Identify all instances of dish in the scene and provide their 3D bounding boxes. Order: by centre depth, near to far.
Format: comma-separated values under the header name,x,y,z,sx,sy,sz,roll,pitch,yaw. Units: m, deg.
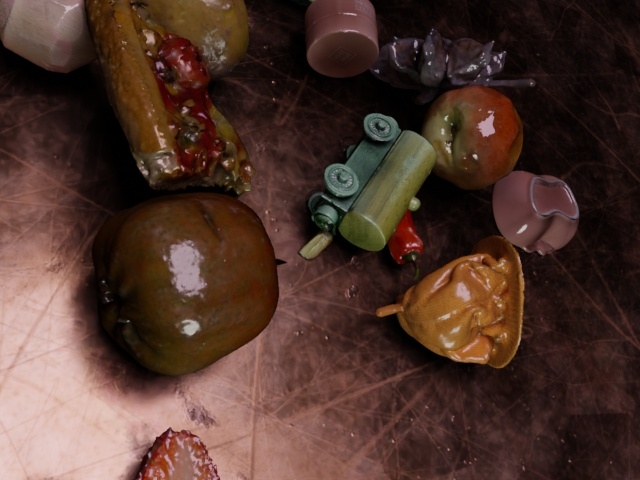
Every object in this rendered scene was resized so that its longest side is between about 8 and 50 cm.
name,x,y,z,sx,sy,sz,roll,pitch,yaw
dish,0.486,-0.073,1.605,0.213,0.090,0.213,12,62,-23

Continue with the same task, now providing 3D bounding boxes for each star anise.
name,x,y,z,sx,sy,sz,roll,pitch,yaw
star anise,0.272,-0.357,1.554,0.359,0.316,0.139,5,94,15

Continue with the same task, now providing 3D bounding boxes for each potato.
name,x,y,z,sx,sy,sz,roll,pitch,yaw
potato,-0.245,-0.409,1.311,0.266,0.229,0.229,47,55,4

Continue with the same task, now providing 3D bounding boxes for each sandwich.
name,x,y,z,sx,sy,sz,roll,pitch,yaw
sandwich,0.000,0.000,1.347,0.031,0.044,0.083,46,57,-7

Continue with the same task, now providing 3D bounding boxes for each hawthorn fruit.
name,x,y,z,sx,sy,sz,roll,pitch,yaw
hawthorn fruit,-0.183,0.049,1.099,0.300,0.267,0.268,-13,74,-38

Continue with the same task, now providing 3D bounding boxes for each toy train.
name,x,y,z,sx,sy,sz,roll,pitch,yaw
toy train,0.100,-0.110,1.400,0.189,0.126,0.307,39,54,-6

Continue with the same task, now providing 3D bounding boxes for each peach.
name,x,y,z,sx,sy,sz,roll,pitch,yaw
peach,0.316,-0.208,1.523,0.235,0.214,0.214,19,54,-56

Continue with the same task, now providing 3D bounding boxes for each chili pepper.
name,x,y,z,sx,sy,sz,roll,pitch,yaw
chili pepper,0.157,-0.031,1.430,0.071,0.063,0.272,8,52,-22

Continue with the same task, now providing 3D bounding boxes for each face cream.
name,x,y,z,sx,sy,sz,roll,pitch,yaw
face cream,0.043,-0.420,1.500,0.149,0.149,0.104,9,62,-24

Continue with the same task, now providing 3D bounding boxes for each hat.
name,x,y,z,sx,sy,sz,roll,pitch,yaw
hat,0.213,0.116,1.321,0.233,0.244,0.234,-4,61,-14

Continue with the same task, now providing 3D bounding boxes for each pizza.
name,x,y,z,sx,sy,sz,roll,pitch,yaw
pizza,-0.209,-0.216,1.178,0.406,0.130,0.440,42,21,-56

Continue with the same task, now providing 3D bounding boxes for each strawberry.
name,x,y,z,sx,sy,sz,roll,pitch,yaw
strawberry,-0.213,0.415,1.011,0.188,0.106,0.286,18,47,-24

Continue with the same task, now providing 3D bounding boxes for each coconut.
name,x,y,z,sx,sy,sz,roll,pitch,yaw
coconut,-0.436,-0.363,1.221,0.182,0.171,0.171,25,58,-17

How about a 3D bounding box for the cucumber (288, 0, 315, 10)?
name,x,y,z,sx,sy,sz,roll,pitch,yaw
cucumber,-0.081,-0.550,1.563,0.220,0.046,0.070,25,56,-17
